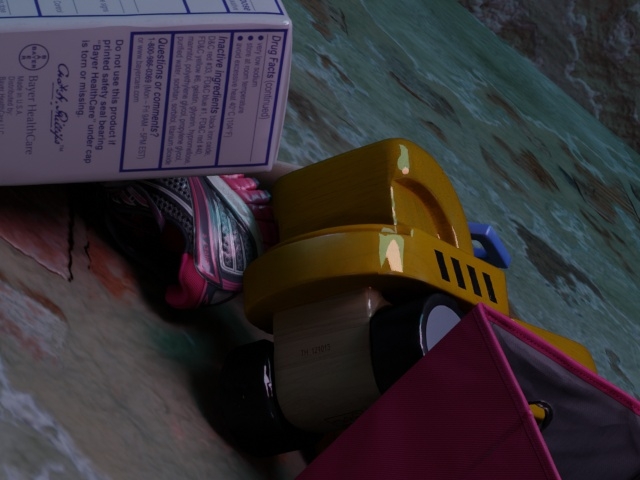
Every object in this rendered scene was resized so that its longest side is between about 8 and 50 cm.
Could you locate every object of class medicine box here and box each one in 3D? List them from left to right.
[{"bbox_3d":[-0.194,-0.178,1.496,0.289,0.149,0.263,-3,38,-16],"label":"medicine box"}]

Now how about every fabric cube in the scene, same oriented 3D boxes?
[{"bbox_3d":[0.140,0.253,1.340,0.254,0.258,0.259,32,23,-32],"label":"fabric cube"}]

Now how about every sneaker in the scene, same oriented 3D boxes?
[{"bbox_3d":[-0.161,-0.067,1.608,0.299,0.121,0.112,43,47,18],"label":"sneaker"}]

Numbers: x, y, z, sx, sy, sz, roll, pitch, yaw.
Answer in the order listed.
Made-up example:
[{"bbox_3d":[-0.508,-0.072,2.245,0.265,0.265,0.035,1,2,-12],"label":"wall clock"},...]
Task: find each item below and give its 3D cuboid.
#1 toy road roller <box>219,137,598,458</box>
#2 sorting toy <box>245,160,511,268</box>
[{"bbox_3d":[0.074,0.061,1.561,0.329,0.202,0.240,24,56,-51],"label":"toy road roller"},{"bbox_3d":[0.000,0.000,1.697,0.348,0.047,0.196,14,-23,15],"label":"sorting toy"}]
